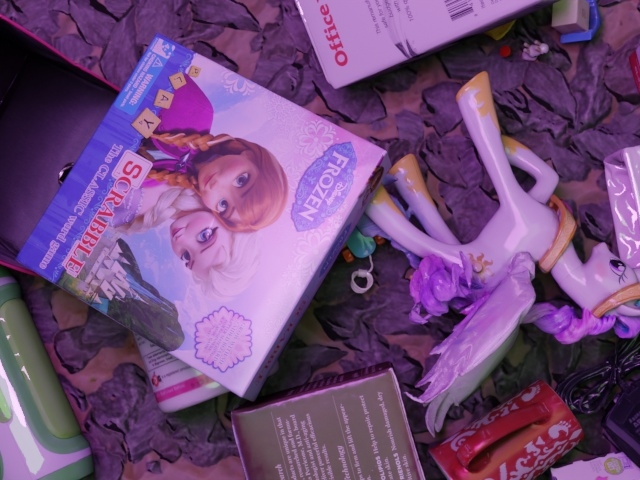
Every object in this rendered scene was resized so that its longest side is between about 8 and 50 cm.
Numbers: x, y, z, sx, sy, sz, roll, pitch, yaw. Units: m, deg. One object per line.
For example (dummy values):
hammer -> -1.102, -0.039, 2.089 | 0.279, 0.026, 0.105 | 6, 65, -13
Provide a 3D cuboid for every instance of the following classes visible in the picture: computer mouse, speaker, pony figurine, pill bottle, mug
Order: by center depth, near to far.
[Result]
pony figurine -> 0.199, 0.036, 1.228 | 0.351, 0.303, 0.363 | -39, 77, -3
computer mouse -> 0.429, 0.225, 1.245 | 0.189, 0.072, 0.272 | -35, 40, 0
mug -> 0.235, 0.258, 1.272 | 0.169, 0.150, 0.113 | -35, 87, -4
pill bottle -> -0.171, 0.060, 1.300 | 0.160, 0.160, 0.283 | -21, 85, 2
speaker -> -0.398, 0.183, 1.321 | 0.131, 0.131, 0.296 | -25, 85, 1

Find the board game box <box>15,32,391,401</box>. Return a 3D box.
board game box -> -0.134, -0.032, 1.188 | 0.318, 0.066, 0.318 | 28, 84, 14

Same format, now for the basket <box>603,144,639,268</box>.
basket -> 0.430, -0.038, 1.295 | 0.103, 0.113, 0.167 | -10, 86, 0

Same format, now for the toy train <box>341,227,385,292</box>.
toy train -> 0.000, 0.000, 1.355 | 0.166, 0.046, 0.125 | 19, 98, 2

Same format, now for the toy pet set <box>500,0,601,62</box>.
toy pet set -> 0.303, -0.297, 1.360 | 0.114, 0.065, 0.122 | 0, 81, 38

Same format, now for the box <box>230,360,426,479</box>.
box -> 0.015, 0.256, 1.270 | 0.203, 0.168, 0.167 | -16, 86, 3

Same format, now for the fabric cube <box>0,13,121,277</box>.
fabric cube -> -0.427, -0.141, 1.242 | 0.258, 0.259, 0.254 | 27, 88, 34

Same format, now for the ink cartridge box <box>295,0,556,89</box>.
ink cartridge box -> 0.117, -0.334, 1.258 | 0.289, 0.121, 0.211 | -18, 95, 32

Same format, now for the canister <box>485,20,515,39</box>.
canister -> 0.194, -0.358, 1.334 | 0.170, 0.073, 0.126 | 38, 104, 15

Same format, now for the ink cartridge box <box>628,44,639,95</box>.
ink cartridge box -> 0.470, -0.233, 1.275 | 0.128, 0.175, 0.072 | -14, 85, 3

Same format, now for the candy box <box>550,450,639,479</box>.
candy box -> 0.395, 0.334, 1.245 | 0.196, 0.164, 0.070 | -14, 128, 2
